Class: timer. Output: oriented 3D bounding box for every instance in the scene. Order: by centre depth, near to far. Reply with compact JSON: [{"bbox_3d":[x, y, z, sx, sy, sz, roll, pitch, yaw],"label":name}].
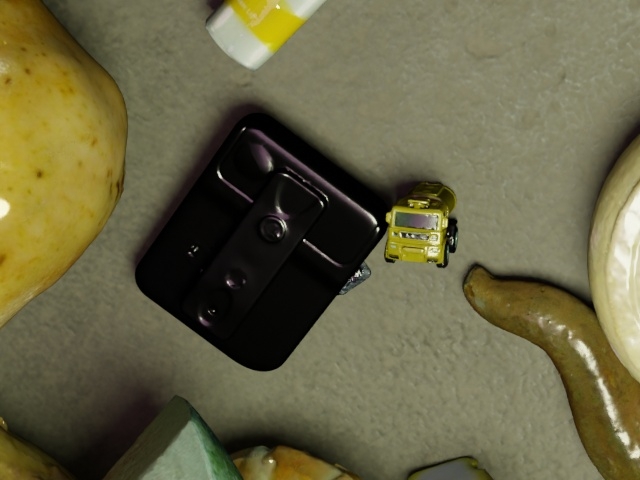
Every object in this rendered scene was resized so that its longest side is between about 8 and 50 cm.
[{"bbox_3d":[-0.049,0.008,1.479,0.144,0.055,0.187,36,119,-2],"label":"timer"}]

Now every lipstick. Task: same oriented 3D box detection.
[{"bbox_3d":[0.021,-0.236,1.401,0.059,0.059,0.264,44,108,-5],"label":"lipstick"}]

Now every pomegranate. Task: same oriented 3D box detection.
[{"bbox_3d":[-0.305,-0.056,1.390,0.332,0.332,0.332,3,107,10],"label":"pomegranate"}]

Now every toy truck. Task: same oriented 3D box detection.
[{"bbox_3d":[0.078,-0.011,1.446,0.049,0.083,0.054,6,105,11],"label":"toy truck"}]

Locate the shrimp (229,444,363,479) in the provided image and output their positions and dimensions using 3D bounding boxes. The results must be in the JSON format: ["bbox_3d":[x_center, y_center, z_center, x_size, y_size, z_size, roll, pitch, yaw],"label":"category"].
[{"bbox_3d":[-0.020,0.368,1.559,0.272,0.085,0.445,14,119,34],"label":"shrimp"}]

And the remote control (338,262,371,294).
[{"bbox_3d":[0.000,0.000,1.501,0.039,0.014,0.096,-33,99,18],"label":"remote control"}]

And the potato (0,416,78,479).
[{"bbox_3d":[-0.257,0.288,1.535,0.237,0.301,0.289,18,146,-15],"label":"potato"}]

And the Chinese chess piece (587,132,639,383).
[{"bbox_3d":[0.333,0.013,1.394,0.270,0.112,0.270,3,108,8],"label":"Chinese chess piece"}]

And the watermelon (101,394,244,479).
[{"bbox_3d":[-0.147,0.294,1.361,0.258,0.387,0.228,-7,136,9],"label":"watermelon"}]

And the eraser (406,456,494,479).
[{"bbox_3d":[0.133,0.296,1.489,0.069,0.158,0.226,-16,104,0],"label":"eraser"}]

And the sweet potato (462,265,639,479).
[{"bbox_3d":[0.205,0.104,1.472,0.081,0.062,0.233,-37,94,24],"label":"sweet potato"}]
